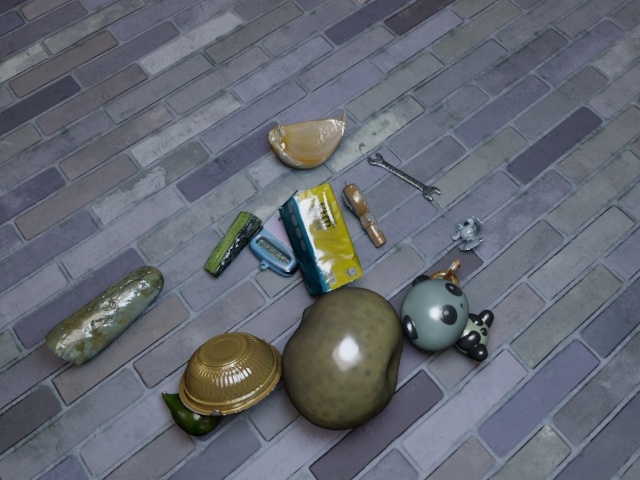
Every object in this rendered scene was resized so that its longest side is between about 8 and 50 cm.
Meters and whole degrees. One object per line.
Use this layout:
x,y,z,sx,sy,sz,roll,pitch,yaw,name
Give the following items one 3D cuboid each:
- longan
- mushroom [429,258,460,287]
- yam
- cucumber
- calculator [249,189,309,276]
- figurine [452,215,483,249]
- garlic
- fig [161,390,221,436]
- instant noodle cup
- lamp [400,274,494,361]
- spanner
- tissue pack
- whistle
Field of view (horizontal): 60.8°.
0.061,0.285,1.339,0.288,0.288,0.350,23,76,10,longan
0.357,0.110,1.521,0.088,0.073,0.129,47,112,33,mushroom
-0.563,0.191,1.470,0.133,0.133,0.330,40,67,16,yam
-0.251,0.017,1.584,0.078,0.062,0.211,13,67,48,cucumber
-0.080,-0.025,1.603,0.173,0.051,0.293,36,71,14,calculator
0.426,-0.022,1.587,0.082,0.094,0.086,-29,97,-52,figurine
-0.035,-0.307,1.671,0.245,0.164,0.145,-20,50,-14,garlic
-0.331,0.426,1.377,0.177,0.117,0.117,7,63,30,fig
-0.231,0.303,1.356,0.274,0.091,0.274,-8,30,5,instant noodle cup
0.324,0.207,1.418,0.244,0.198,0.198,28,68,-6,lamp
0.258,-0.201,1.700,0.254,0.015,0.054,34,70,14,spanner
0.000,0.000,1.472,0.134,0.192,0.271,-19,88,-18,tissue pack
0.123,-0.079,1.607,0.057,0.107,0.220,-30,84,-4,whistle
